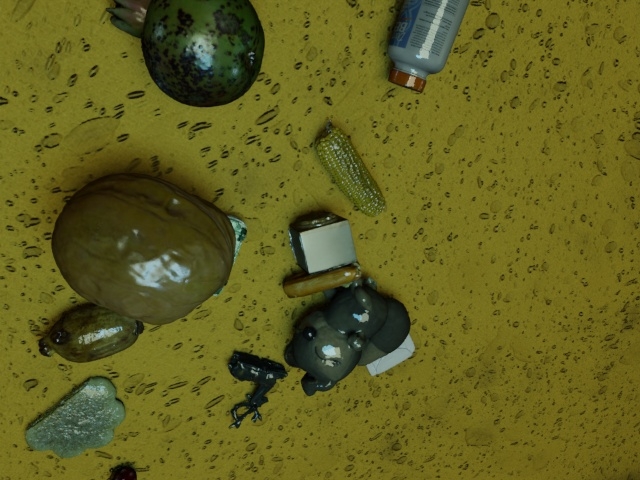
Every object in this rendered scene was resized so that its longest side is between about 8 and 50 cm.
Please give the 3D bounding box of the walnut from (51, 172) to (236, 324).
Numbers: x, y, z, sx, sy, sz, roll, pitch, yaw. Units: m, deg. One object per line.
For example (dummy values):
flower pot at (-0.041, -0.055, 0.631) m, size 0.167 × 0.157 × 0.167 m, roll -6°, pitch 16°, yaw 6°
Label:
walnut at (-0.394, 0.008, 1.185) m, size 0.398 × 0.354 × 0.307 m, roll 24°, pitch 100°, yaw -12°

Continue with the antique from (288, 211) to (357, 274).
antique at (0.000, 0.000, 1.446) m, size 0.152 × 0.147 × 0.147 m, roll -15°, pitch 105°, yaw -14°

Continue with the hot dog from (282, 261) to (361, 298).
hot dog at (0.004, 0.115, 1.479) m, size 0.250 × 0.100 × 0.068 m, roll -17°, pitch 100°, yaw 29°

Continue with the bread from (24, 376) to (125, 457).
bread at (-0.676, 0.522, 1.479) m, size 0.287 × 0.056 × 0.207 m, roll -41°, pitch 118°, yaw 1°

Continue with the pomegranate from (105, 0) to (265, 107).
pomegranate at (-0.297, -0.441, 1.117) m, size 0.341 × 0.285 × 0.284 m, roll 23°, pitch 105°, yaw 7°

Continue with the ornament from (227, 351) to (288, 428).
ornament at (-0.236, 0.475, 1.605) m, size 0.202 × 0.080 × 0.236 m, roll 24°, pitch 102°, yaw -31°

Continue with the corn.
corn at (0.079, -0.187, 1.431) m, size 0.102 × 0.101 × 0.310 m, roll -36°, pitch 121°, yaw -3°

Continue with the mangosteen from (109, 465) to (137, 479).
mangosteen at (-0.603, 0.731, 1.585) m, size 0.081 × 0.081 × 0.080 m, roll -8°, pitch 114°, yaw -17°

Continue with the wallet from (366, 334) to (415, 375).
wallet at (0.234, 0.381, 1.766) m, size 0.183 × 0.032 × 0.124 m, roll -28°, pitch 116°, yaw -6°

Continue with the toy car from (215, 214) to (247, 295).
toy car at (-0.277, 0.035, 1.406) m, size 0.090 × 0.076 × 0.224 m, roll 20°, pitch 96°, yaw -25°

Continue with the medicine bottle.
medicine bottle at (0.266, -0.531, 1.318) m, size 0.157 × 0.157 × 0.288 m, roll 13°, pitch 107°, yaw -24°

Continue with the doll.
doll at (0.093, 0.315, 1.569) m, size 0.379 × 0.252 × 0.382 m, roll 34°, pitch 104°, yaw -28°

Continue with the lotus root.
lotus root at (-0.597, 0.244, 1.347) m, size 0.261 × 0.128 × 0.145 m, roll -13°, pitch 125°, yaw -13°
